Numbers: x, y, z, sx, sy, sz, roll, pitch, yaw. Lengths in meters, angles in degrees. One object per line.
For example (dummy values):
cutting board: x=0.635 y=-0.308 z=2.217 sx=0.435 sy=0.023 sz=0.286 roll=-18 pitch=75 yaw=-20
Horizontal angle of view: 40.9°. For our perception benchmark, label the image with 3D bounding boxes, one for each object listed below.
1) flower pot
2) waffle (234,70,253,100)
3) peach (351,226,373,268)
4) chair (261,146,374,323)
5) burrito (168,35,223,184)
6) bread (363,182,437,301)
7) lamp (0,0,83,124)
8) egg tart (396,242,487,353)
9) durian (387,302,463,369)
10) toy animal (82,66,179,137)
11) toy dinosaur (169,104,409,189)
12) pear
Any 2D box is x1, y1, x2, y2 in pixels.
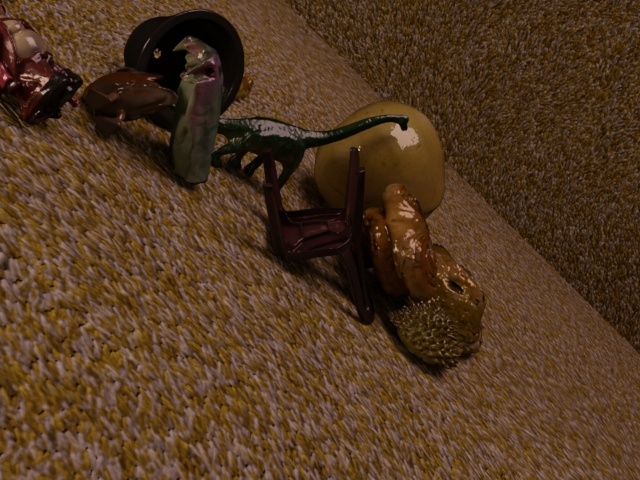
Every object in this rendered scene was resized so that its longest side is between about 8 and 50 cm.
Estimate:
flower pot: x=-0.281 y=-0.340 z=1.642 sx=0.235 sy=0.235 sz=0.148 roll=22 pitch=9 yaw=-47
waffle: x=-0.255 y=-0.429 z=2.063 sx=0.219 sy=0.057 sz=0.229 roll=30 pitch=22 yaw=-35
peach: x=0.083 y=0.024 z=1.788 sx=0.098 sy=0.061 sz=0.098 roll=48 pitch=29 yaw=-38
chair: x=0.000 y=0.000 z=1.593 sx=0.175 sy=0.183 sz=0.326 roll=-99 pitch=-177 yaw=-62
burrito: x=-0.212 y=-0.224 z=1.468 sx=0.089 sy=0.228 sz=0.144 roll=-2 pitch=41 yaw=-22
bread: x=0.163 y=0.010 z=1.713 sx=0.198 sy=0.120 sz=0.236 roll=61 pitch=17 yaw=-48
lamp: x=-0.469 y=-0.283 z=1.254 sx=0.253 sy=0.118 sz=0.118 roll=45 pitch=19 yaw=1
egg tart: x=0.268 y=0.110 z=1.885 sx=0.315 sy=0.120 sz=0.315 roll=38 pitch=21 yaw=-18
durian: x=0.232 y=0.189 z=1.682 sx=0.208 sy=0.102 sz=0.146 roll=32 pitch=18 yaw=-41
toy animal: x=-0.309 y=-0.251 z=1.442 sx=0.179 sy=0.188 sz=0.089 roll=-68 pitch=154 yaw=-53
toy dinosaur: x=-0.057 y=-0.229 z=1.669 sx=0.447 sy=0.301 sz=0.087 roll=30 pitch=25 yaw=-39
pear: x=0.138 y=-0.155 z=1.931 sx=0.309 sy=0.309 sz=0.309 roll=38 pitch=20 yaw=-16
